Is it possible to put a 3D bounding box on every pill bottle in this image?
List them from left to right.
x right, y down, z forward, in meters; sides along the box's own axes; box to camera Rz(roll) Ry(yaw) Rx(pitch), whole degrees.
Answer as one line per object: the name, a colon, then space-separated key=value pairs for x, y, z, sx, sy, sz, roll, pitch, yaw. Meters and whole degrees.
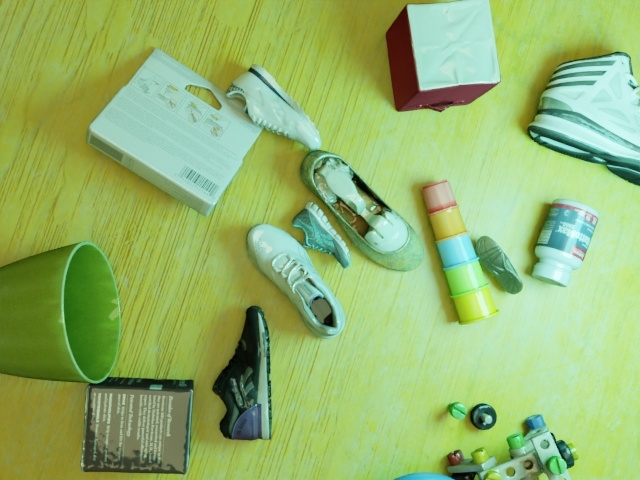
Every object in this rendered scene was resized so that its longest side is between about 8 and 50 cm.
pill bottle: x=0.541 y=0.007 z=1.786 sx=0.108 sy=0.108 sz=0.180 roll=22 pitch=85 yaw=-7

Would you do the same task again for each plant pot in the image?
plant pot: x=-0.580 y=0.152 z=1.563 sx=0.294 sy=0.275 sz=0.274 roll=-6 pitch=88 yaw=7

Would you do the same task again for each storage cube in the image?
storage cube: x=0.260 y=-0.394 z=1.722 sx=0.184 sy=0.193 sz=0.214 roll=-7 pitch=87 yaw=-8

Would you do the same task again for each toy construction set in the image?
toy construction set: x=0.411 y=0.510 z=1.677 sx=0.258 sy=0.237 sz=0.308 roll=4 pitch=87 yaw=-8

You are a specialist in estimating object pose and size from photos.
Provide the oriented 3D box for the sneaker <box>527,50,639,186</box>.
sneaker: x=0.713 y=-0.276 z=1.792 sx=0.448 sy=0.169 sz=0.257 roll=21 pitch=86 yaw=-4

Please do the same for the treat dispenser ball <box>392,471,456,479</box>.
treat dispenser ball: x=0.214 y=0.617 z=1.619 sx=0.288 sy=0.288 sz=0.288 roll=0 pitch=87 yaw=-8

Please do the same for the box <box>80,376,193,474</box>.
box: x=-0.361 y=0.367 z=1.608 sx=0.203 sy=0.168 sz=0.166 roll=3 pitch=86 yaw=-8

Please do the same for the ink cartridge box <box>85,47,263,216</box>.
ink cartridge box: x=-0.298 y=-0.232 z=1.700 sx=0.296 sy=0.066 sz=0.261 roll=33 pitch=58 yaw=-6

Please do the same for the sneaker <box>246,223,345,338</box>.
sneaker: x=-0.043 y=0.080 z=1.688 sx=0.111 sy=0.129 sz=0.297 roll=-42 pitch=92 yaw=-7

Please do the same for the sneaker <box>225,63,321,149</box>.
sneaker: x=-0.096 y=-0.268 z=1.720 sx=0.235 sy=0.090 sz=0.095 roll=45 pitch=79 yaw=8

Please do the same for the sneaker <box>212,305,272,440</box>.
sneaker: x=-0.167 y=0.279 z=1.677 sx=0.124 sy=0.107 sz=0.283 roll=-1 pitch=87 yaw=-2

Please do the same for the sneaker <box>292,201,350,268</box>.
sneaker: x=0.000 y=0.000 z=1.734 sx=0.076 sy=0.065 sz=0.166 roll=-36 pitch=83 yaw=-7

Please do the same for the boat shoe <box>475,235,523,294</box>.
boat shoe: x=0.396 y=0.053 z=1.793 sx=0.056 sy=0.049 sz=0.152 roll=-32 pitch=97 yaw=10

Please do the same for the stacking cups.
stacking cups: x=0.301 y=0.022 z=1.755 sx=0.096 sy=0.096 sz=0.316 roll=-18 pitch=90 yaw=-9

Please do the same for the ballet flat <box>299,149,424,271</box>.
ballet flat: x=0.093 y=-0.061 z=1.722 sx=0.348 sy=0.123 sz=0.123 roll=45 pitch=82 yaw=-4
